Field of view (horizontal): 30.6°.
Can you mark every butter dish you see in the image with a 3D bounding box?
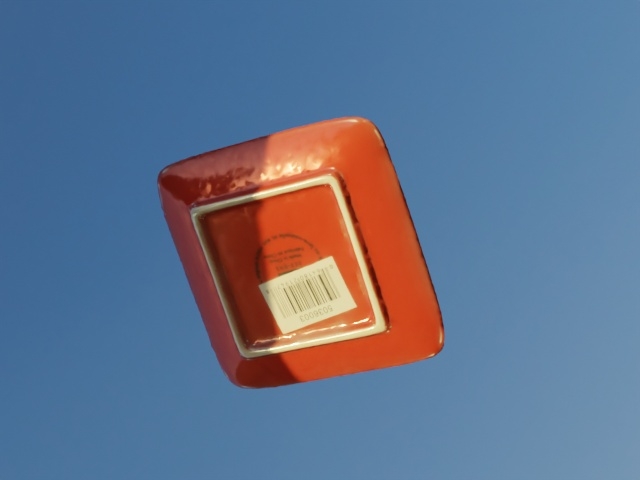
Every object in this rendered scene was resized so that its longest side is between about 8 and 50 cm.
[{"bbox_3d":[0.000,0.000,0.758,0.118,0.160,0.159,-41,-65,-63],"label":"butter dish"}]
